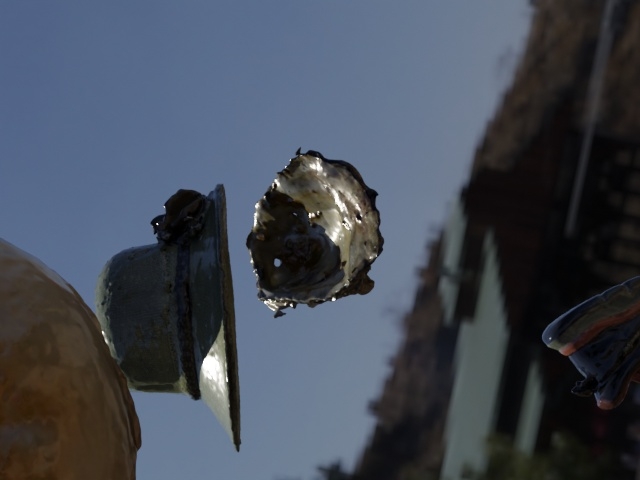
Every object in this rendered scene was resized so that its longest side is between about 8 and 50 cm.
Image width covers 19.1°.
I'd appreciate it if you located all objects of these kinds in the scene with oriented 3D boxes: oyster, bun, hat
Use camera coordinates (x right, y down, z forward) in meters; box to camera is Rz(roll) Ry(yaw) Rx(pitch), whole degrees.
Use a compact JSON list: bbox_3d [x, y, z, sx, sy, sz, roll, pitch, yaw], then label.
[{"bbox_3d":[-0.005,0.002,1.396,0.056,0.105,0.177,-27,-17,-38],"label":"oyster"},{"bbox_3d":[-0.251,0.136,1.093,0.165,0.299,0.299,-5,-72,-57],"label":"bun"},{"bbox_3d":[-0.144,0.074,1.768,0.257,0.130,0.257,176,90,-87],"label":"hat"}]

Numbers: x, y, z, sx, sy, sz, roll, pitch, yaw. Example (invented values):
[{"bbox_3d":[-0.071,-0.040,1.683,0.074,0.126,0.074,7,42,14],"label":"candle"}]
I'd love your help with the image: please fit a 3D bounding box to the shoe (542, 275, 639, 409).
[{"bbox_3d":[0.381,0.095,1.984,0.114,0.291,0.137,126,124,-72],"label":"shoe"}]
